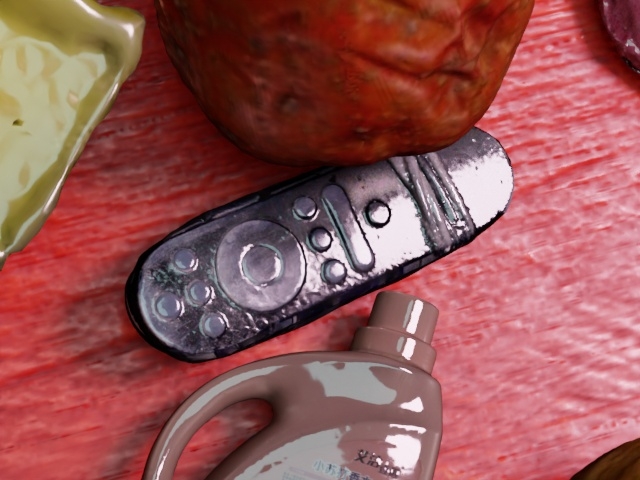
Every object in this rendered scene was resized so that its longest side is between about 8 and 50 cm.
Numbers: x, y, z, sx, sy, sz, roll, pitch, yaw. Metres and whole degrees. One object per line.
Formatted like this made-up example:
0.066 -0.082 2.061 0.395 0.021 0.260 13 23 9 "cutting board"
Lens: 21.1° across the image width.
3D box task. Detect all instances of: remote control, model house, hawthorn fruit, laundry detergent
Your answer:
0.000 0.000 1.087 0.265 0.066 0.090 -23 92 -19 "remote control"
-0.230 -0.094 0.971 0.193 0.234 0.175 33 82 -14 "model house"
0.016 -0.170 1.017 0.258 0.262 0.258 7 73 -25 "hawthorn fruit"
-0.016 0.134 1.045 0.171 0.076 0.237 18 76 -7 "laundry detergent"

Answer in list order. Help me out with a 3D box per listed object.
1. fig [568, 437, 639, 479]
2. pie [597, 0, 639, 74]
0.271 0.182 1.053 0.321 0.217 0.217 -31 87 -35 "fig"
0.271 -0.179 1.175 0.182 0.049 0.182 1 84 -13 "pie"
